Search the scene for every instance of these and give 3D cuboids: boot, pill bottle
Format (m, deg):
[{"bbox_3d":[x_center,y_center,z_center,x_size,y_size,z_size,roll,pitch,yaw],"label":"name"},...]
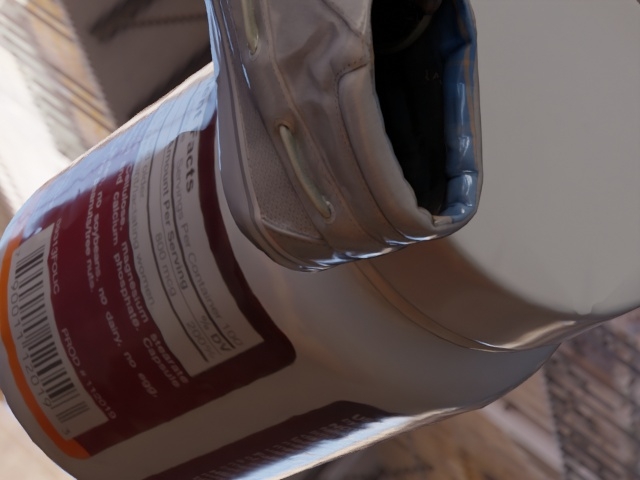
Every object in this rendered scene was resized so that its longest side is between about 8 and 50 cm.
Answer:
[{"bbox_3d":[0.007,-0.119,0.791,0.095,0.123,0.258,-13,-88,-35],"label":"boot"},{"bbox_3d":[0.000,0.000,1.043,0.224,0.224,0.392,-23,-3,-38],"label":"pill bottle"}]
